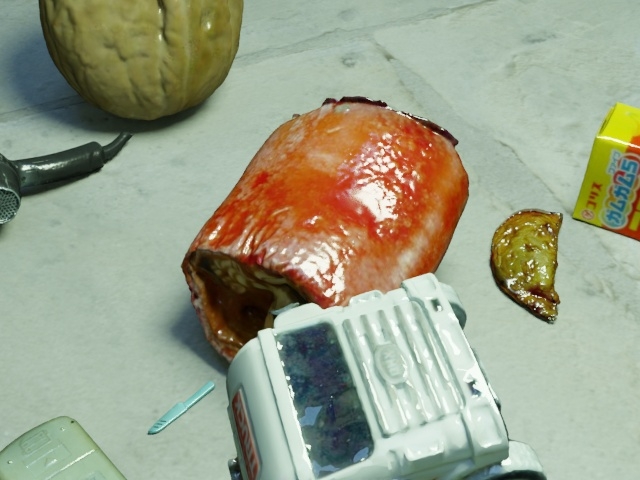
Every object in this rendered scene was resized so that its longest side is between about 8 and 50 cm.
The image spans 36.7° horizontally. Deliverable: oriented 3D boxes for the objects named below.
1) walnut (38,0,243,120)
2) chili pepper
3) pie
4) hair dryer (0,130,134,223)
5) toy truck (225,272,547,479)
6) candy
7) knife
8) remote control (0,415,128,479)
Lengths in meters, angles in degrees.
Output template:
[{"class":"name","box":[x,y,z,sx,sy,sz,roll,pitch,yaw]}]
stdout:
[{"class":"walnut","box":[-0.246,-0.329,1.339,0.277,0.313,0.252,-8,28,-1]},{"class":"chili pepper","box":[0.000,0.000,1.068,0.251,0.229,0.305,32,48,6]},{"class":"pie","box":[0.255,0.018,1.197,0.088,0.033,0.191,7,44,10]},{"class":"hair dryer","box":[-0.378,-0.108,1.291,0.272,0.091,0.235,-13,34,-33]},{"class":"toy truck","box":[0.031,0.213,0.732,0.207,0.387,0.173,-13,45,-8]},{"class":"candy","box":[0.471,-0.057,1.206,0.276,0.146,0.088,23,48,18]},{"class":"knife","box":[-0.148,0.177,1.028,0.014,0.005,0.091,33,52,27]},{"class":"remote control","box":[-0.215,0.264,0.911,0.098,0.038,0.233,-32,54,-30]}]
